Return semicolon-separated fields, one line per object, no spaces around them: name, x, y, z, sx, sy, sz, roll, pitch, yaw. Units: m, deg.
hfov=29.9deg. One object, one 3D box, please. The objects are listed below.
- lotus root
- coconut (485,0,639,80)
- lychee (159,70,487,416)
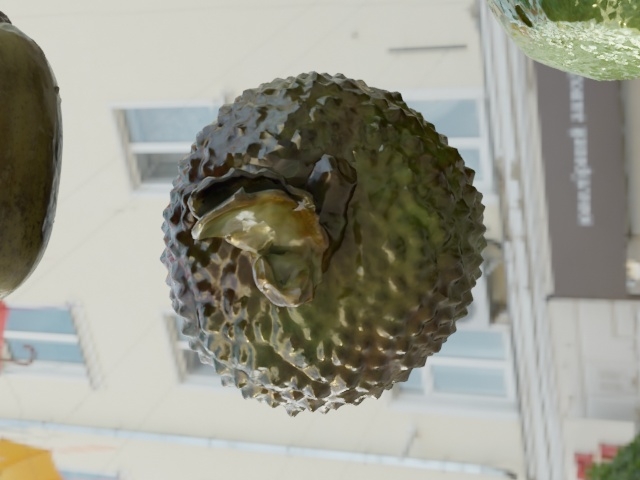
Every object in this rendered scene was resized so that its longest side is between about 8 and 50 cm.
lotus root;-0.257;-0.028;0.851;0.154;0.154;0.278;6;-88;-67
coconut;0.276;-0.306;1.021;0.328;0.281;0.329;-163;90;-83
lychee;0.000;0.000;0.945;0.320;0.269;0.270;149;131;-68
